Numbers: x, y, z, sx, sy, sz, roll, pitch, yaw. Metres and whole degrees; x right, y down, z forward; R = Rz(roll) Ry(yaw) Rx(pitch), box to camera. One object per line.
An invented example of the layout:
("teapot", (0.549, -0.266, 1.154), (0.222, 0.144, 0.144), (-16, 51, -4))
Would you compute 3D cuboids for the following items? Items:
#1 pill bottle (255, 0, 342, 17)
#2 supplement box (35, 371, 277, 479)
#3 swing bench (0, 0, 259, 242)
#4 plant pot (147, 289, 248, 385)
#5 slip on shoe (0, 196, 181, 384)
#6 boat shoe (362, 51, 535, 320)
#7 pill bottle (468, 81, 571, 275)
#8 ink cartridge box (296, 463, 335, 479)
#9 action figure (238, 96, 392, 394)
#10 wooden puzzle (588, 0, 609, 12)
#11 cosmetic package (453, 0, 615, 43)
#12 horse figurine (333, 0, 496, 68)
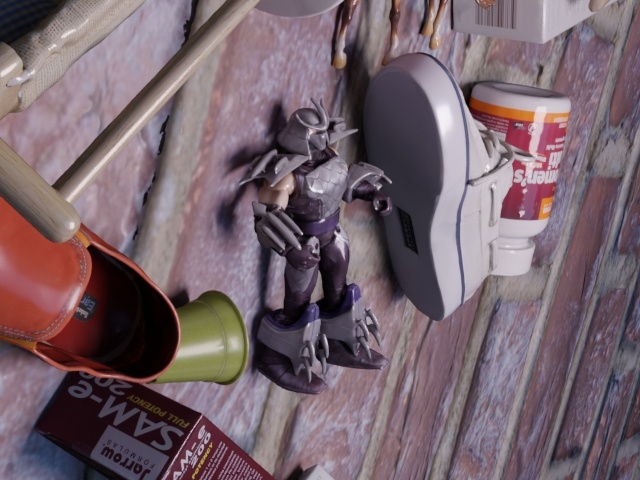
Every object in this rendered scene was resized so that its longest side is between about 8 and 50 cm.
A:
("pill bottle", (0.064, -0.351, 0.760), (0.407, 0.229, 0.229), (-51, 143, -30))
("supplement box", (-0.113, 0.196, 0.859), (0.073, 0.130, 0.239), (-60, 148, -18))
("swing bench", (-0.162, -0.178, 0.504), (0.253, 0.165, 0.254), (-54, 127, -27))
("plant pot", (-0.117, 0.087, 0.859), (0.079, 0.083, 0.083), (-7, 112, -42))
("slip on shoe", (-0.199, 0.014, 0.661), (0.123, 0.101, 0.331), (-62, 146, -12))
("boat shoe", (0.153, -0.071, 1.097), (0.156, 0.136, 0.367), (-35, 139, -19))
("pill bottle", (0.228, -0.076, 1.259), (0.121, 0.121, 0.221), (-17, 119, -53))
("ink cartridge box", (0.004, 0.393, 1.084), (0.223, 0.224, 0.045), (-45, -179, -37))
("action figure", (0.000, 0.000, 0.970), (0.185, 0.099, 0.285), (-28, 125, -42))
("wooden puzzle", (0.324, -0.473, 1.131), (0.322, 0.081, 0.347), (-45, 116, -39))
("cosmetic package", (0.260, -0.303, 1.198), (0.231, 0.117, 0.085), (-36, 133, -45))
("horse figurine", (0.094, -0.268, 1.008), (0.263, 0.066, 0.174), (-27, 133, -46))
